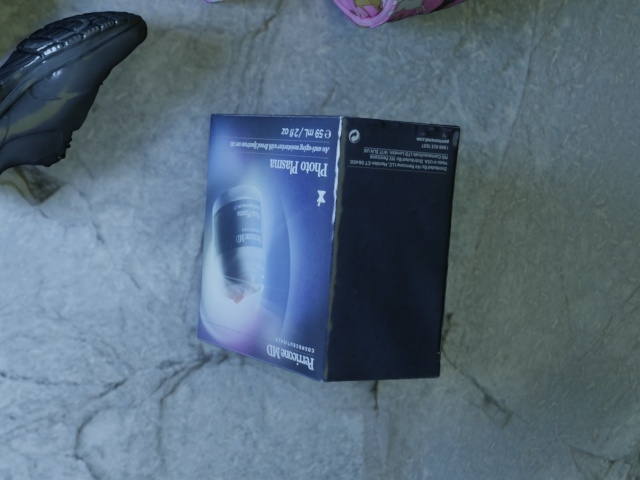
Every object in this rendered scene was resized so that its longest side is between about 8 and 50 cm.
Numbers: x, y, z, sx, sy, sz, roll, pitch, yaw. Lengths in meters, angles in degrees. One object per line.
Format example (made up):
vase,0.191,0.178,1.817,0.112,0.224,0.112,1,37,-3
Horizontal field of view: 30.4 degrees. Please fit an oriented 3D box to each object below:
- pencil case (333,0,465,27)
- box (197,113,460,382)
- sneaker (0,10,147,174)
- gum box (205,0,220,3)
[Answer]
pencil case,0.187,-0.411,1.576,0.386,0.167,0.160,-23,75,-29
box,0.000,0.000,1.411,0.182,0.296,0.294,1,95,-34
sneaker,-0.308,-0.157,1.320,0.286,0.109,0.130,-36,120,-15
gum box,-0.122,-0.398,1.427,0.107,0.062,0.188,33,78,-32
